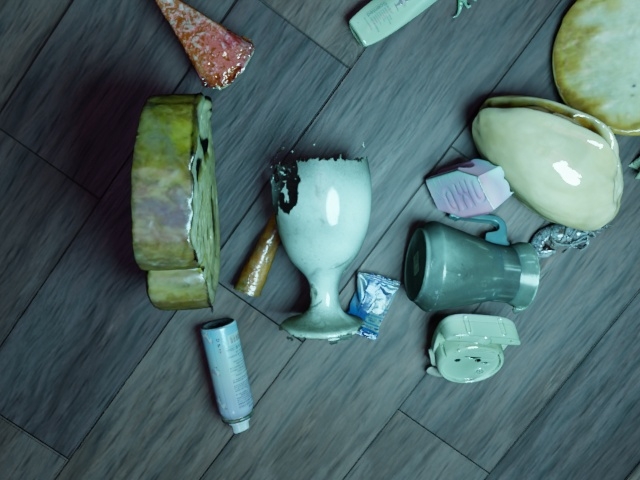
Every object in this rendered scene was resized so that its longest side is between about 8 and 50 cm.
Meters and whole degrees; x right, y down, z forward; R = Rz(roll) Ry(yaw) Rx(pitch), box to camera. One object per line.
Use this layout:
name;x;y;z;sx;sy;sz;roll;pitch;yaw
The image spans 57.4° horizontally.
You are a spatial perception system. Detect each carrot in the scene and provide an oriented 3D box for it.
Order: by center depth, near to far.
carrot;-0.101;0.006;1.161;0.057;0.057;0.224;25;91;-4

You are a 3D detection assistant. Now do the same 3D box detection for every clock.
clock;0.291;0.223;1.150;0.151;0.062;0.191;4;135;-8

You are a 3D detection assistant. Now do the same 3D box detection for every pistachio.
pistachio;0.421;-0.149;1.081;0.318;0.193;0.214;37;137;6

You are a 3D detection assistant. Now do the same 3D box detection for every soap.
soap;0.279;-0.095;1.098;0.056;0.149;0.100;-32;101;-28

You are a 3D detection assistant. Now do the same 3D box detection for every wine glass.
wine glass;0.004;0.002;1.088;0.190;0.190;0.358;-3;98;-1

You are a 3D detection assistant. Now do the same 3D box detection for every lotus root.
lotus root;-0.231;-0.073;1.004;0.110;0.375;0.391;2;135;-1

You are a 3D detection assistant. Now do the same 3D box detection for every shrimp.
shrimp;0.502;-0.007;1.162;0.165;0.056;0.065;-9;83;10

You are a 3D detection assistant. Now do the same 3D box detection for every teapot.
teapot;0.287;0.042;1.124;0.225;0.171;0.203;6;68;-9

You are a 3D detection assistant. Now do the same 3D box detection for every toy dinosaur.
toy dinosaur;0.269;-0.472;1.109;0.083;0.021;0.062;-39;90;0

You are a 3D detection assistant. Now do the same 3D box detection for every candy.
candy;0.097;0.130;1.181;0.088;0.038;0.136;21;105;2

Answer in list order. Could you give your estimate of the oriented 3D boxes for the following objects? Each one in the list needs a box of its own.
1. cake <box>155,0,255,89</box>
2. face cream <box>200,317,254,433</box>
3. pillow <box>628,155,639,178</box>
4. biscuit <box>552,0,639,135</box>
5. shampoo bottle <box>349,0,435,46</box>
cake;-0.238;-0.363;1.082;0.220;0.086;0.117;29;95;-6
face cream;-0.184;0.277;1.180;0.075;0.075;0.230;-11;97;1
pillow;0.694;-0.161;1.095;0.134;0.181;0.078;15;57;-11
biscuit;0.541;-0.332;1.085;0.204;0.040;0.309;-14;84;24
shampoo bottle;0.153;-0.447;1.095;0.212;0.049;0.072;-36;93;4
